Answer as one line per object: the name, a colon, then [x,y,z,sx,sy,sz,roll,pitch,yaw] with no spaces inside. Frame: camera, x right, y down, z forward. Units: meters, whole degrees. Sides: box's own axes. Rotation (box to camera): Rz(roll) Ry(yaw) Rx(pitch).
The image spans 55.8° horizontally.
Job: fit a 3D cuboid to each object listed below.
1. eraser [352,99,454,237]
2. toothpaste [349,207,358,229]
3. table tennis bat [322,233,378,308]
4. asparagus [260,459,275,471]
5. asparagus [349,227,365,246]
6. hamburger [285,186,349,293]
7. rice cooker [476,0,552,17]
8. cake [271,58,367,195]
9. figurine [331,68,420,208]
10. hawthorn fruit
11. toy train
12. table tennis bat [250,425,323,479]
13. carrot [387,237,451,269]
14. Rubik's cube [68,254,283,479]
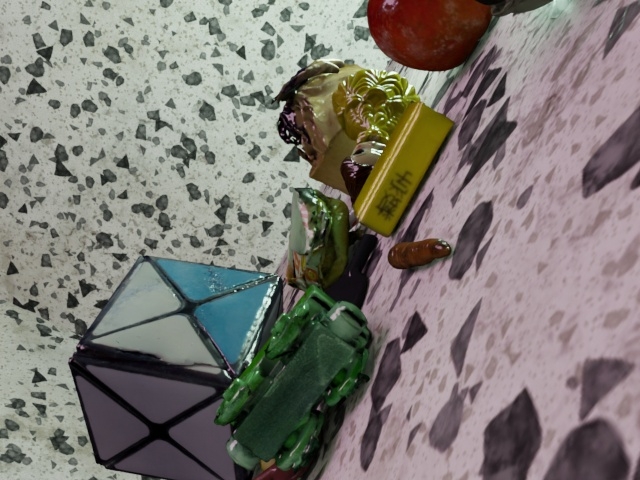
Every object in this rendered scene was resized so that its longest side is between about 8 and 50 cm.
eraser: [0.133,-0.120,1.013,0.226,0.069,0.158,-62,7,11]
toothpaste: [0.031,-0.006,1.358,0.218,0.033,0.052,-48,-9,14]
table tennis bat: [0.039,0.084,1.021,0.150,0.027,0.236,-26,30,56]
asparagus: [-0.054,0.238,0.990,0.082,0.085,0.343,-31,19,28]
asparagus: [0.057,0.007,1.301,0.236,0.027,0.034,135,157,-70]
hamburger: [0.000,-0.002,1.233,0.235,0.125,0.214,124,143,-53]
rice cooker: [0.200,-0.453,0.684,0.335,0.325,0.335,-165,90,-75]
cake: [0.026,-0.319,1.623,0.332,0.321,0.332,-60,8,14]
figurine: [0.107,-0.201,1.222,0.168,0.187,0.315,-55,17,39]
hawthorn fruit: [0.175,-0.441,1.100,0.242,0.271,0.242,-158,90,-81]
toy train: [-0.034,0.175,0.792,0.243,0.132,0.188,-53,3,-1]
table tennis bat: [-0.048,0.300,0.820,0.154,0.019,0.098,-45,15,22]
carrot: [0.117,0.016,0.729,0.036,0.035,0.165,-64,8,-9]
Rubik's cube: [-0.241,0.231,1.120,0.305,0.307,0.310,-71,-13,-54]
